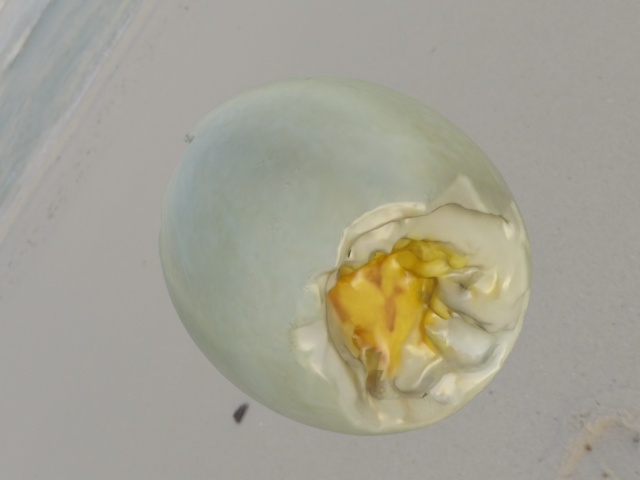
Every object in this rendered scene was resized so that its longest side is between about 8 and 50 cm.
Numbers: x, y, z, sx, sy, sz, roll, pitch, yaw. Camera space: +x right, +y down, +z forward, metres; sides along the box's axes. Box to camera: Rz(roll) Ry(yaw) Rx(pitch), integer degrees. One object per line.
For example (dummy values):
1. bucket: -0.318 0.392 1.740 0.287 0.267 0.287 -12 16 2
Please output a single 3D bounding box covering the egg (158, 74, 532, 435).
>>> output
1. egg: 0.000 0.000 0.634 0.278 0.278 0.336 -58 37 0
